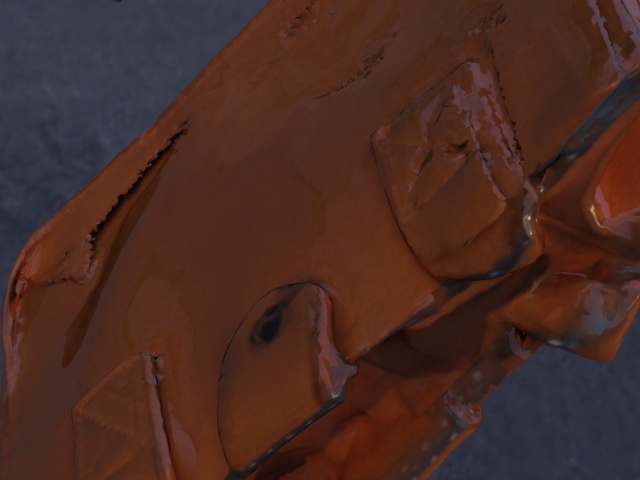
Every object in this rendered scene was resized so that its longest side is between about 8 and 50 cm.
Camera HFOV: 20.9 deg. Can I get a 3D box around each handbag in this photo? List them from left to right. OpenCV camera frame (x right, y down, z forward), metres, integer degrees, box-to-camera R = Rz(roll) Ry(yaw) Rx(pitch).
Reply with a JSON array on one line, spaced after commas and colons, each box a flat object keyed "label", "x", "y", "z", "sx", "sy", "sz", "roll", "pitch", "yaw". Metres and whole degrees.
[{"label": "handbag", "x": 0.000, "y": 0.000, "z": 0.839, "sx": 0.116, "sy": 0.410, "sz": 0.303, "roll": 34, "pitch": 26, "yaw": -28}]

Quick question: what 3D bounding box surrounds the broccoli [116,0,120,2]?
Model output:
[{"label": "broccoli", "x": -0.124, "y": -0.056, "z": 0.234, "sx": 0.274, "sy": 0.353, "sz": 0.397, "roll": 14, "pitch": 76, "yaw": -32}]
